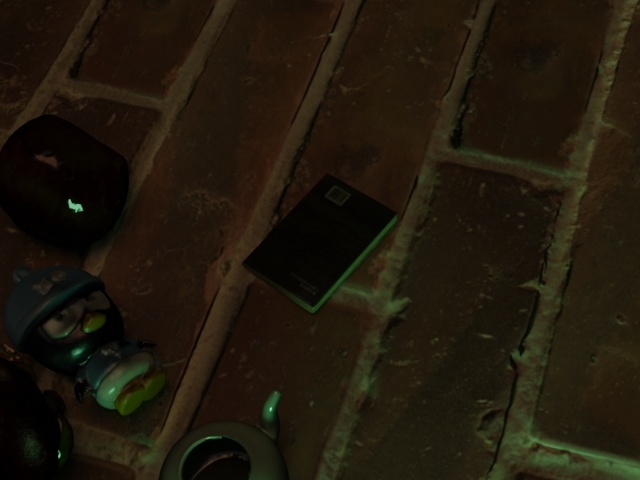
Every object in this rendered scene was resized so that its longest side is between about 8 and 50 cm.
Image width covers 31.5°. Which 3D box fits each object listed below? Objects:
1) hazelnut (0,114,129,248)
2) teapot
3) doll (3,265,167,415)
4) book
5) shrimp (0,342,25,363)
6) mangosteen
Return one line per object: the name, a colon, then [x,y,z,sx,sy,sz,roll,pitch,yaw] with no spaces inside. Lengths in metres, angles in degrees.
hazelnut: [-0.448,-0.098,1.920,0.234,0.218,0.218,34,68,24]
teapot: [-0.143,0.353,1.646,0.193,0.129,0.294,31,66,24]
doll: [-0.382,0.144,1.799,0.314,0.141,0.177,39,49,19]
book: [0.000,0.000,1.909,0.160,0.024,0.228,33,67,24]
shrimp: [-0.551,0.205,1.822,0.190,0.101,0.042,2,16,19]
mangosteen: [-0.496,0.303,1.635,0.293,0.297,0.297,6,54,-26]
